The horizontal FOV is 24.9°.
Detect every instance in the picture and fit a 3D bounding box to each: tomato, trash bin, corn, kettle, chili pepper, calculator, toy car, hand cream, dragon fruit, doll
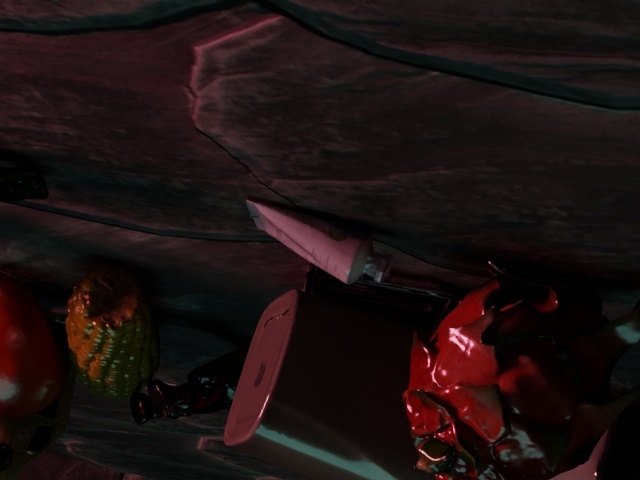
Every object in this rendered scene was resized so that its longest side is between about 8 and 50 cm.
[{"bbox_3d":[-0.405,0.137,1.843,0.136,0.195,0.195,-28,165,-8],"label":"tomato"},{"bbox_3d":[0.049,0.174,1.516,0.250,0.220,0.219,21,162,-12],"label":"trash bin"},{"bbox_3d":[-0.260,0.121,1.805,0.120,0.120,0.363,12,161,0],"label":"corn"},{"bbox_3d":[0.313,0.268,1.851,0.236,0.161,0.221,-4,-175,38],"label":"kettle"},{"bbox_3d":[-0.404,-0.066,1.373,0.279,0.065,0.122,3,158,16],"label":"chili pepper"},{"bbox_3d":[0.062,0.078,1.583,0.165,0.028,0.274,12,163,1],"label":"calculator"},{"bbox_3d":[-0.408,0.222,1.998,0.124,0.257,0.101,18,161,-30],"label":"toy car"},{"bbox_3d":[0.000,0.000,1.355,0.142,0.053,0.084,25,165,13],"label":"hand cream"},{"bbox_3d":[0.192,0.126,1.353,0.192,0.274,0.193,49,171,14],"label":"dragon fruit"},{"bbox_3d":[-0.126,0.188,1.904,0.248,0.088,0.127,-8,-175,-34],"label":"doll"}]
